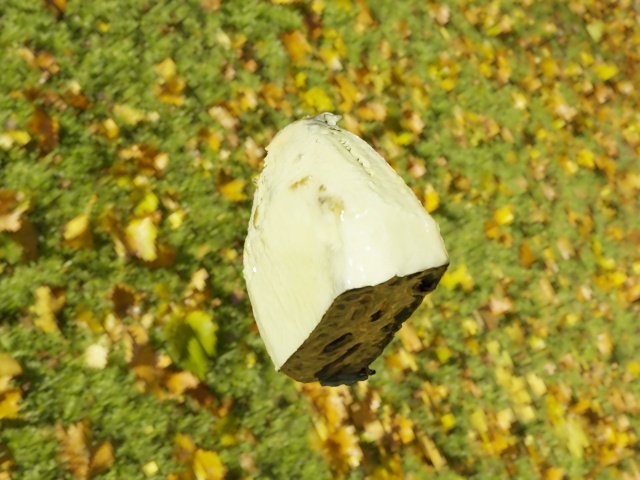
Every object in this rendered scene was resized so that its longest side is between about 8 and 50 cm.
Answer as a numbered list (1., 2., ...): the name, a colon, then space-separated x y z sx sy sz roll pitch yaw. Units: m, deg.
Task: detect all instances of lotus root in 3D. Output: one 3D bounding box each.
1. lotus root: -0.004 0.001 0.658 0.070 0.143 0.144 -8 53 -24
